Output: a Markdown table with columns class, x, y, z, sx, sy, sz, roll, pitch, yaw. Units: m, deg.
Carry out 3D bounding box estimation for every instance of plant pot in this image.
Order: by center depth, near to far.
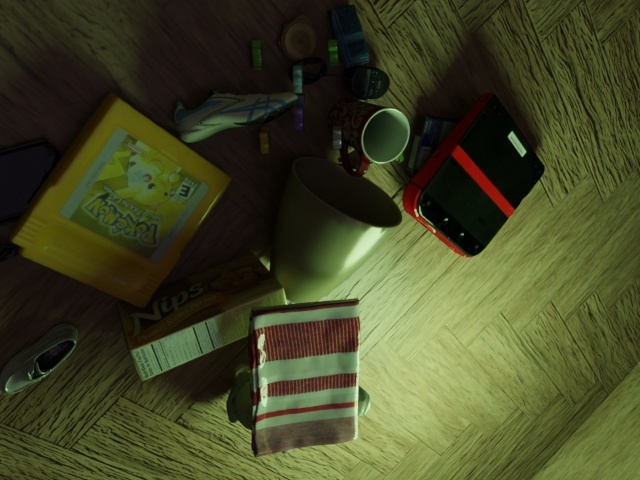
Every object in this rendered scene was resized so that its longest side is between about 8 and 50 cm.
| class | x | y | z | sx | sy | sz | roll | pitch | yaw |
| --- | --- | --- | --- | --- | --- | --- | --- | --- | --- |
| plant pot | 0.000 | 0.000 | 1.143 | 0.257 | 0.256 | 0.273 | 10 | 123 | -32 |

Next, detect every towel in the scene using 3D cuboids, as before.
| class | x | y | z | sx | sy | sz | roll | pitch | yaw |
| --- | --- | --- | --- | --- | --- | --- | --- | --- | --- |
| towel | 0.060 | -0.415 | 1.059 | 0.067 | 0.029 | 0.119 | -24 | 103 | -25 |
| towel | -0.029 | 0.287 | 1.085 | 0.237 | 0.037 | 0.328 | -4 | 105 | -17 |

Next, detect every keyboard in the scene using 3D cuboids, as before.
| class | x | y | z | sx | sy | sz | roll | pitch | yaw |
| --- | --- | --- | --- | --- | --- | --- | --- | --- | --- |
| keyboard | -0.586 | -0.042 | 0.907 | 0.318 | 0.033 | 0.201 | -22 | 117 | -18 |

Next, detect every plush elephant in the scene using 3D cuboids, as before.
| class | x | y | z | sx | sy | sz | roll | pitch | yaw |
| --- | --- | --- | --- | --- | --- | --- | --- | --- | --- |
| plush elephant | -0.086 | 0.376 | 1.251 | 0.330 | 0.272 | 0.255 | 44 | 73 | -8 |

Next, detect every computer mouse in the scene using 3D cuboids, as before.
| class | x | y | z | sx | sy | sz | roll | pitch | yaw |
| --- | --- | --- | --- | --- | --- | --- | --- | --- | --- |
| computer mouse | 0.041 | -0.343 | 1.102 | 0.242 | 0.041 | 0.071 | 1 | 111 | -28 |

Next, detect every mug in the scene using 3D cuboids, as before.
| class | x | y | z | sx | sy | sz | roll | pitch | yaw |
| --- | --- | --- | --- | --- | --- | --- | --- | --- | --- |
| mug | 0.079 | -0.228 | 1.098 | 0.150 | 0.169 | 0.113 | -43 | 127 | -4 |

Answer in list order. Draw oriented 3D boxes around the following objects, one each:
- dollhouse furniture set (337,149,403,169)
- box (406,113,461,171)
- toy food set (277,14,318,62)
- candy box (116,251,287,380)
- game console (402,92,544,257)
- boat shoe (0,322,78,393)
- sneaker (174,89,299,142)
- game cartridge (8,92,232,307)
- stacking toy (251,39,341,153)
| class | x | y | z | sx | sy | sz | roll | pitch | yaw |
| --- | --- | --- | --- | --- | --- | --- | --- | --- | --- |
| dollhouse furniture set | 0.117 | -0.184 | 1.194 | 0.152 | 0.076 | 0.058 | -31 | 129 | -23 |
| box | 0.327 | -0.236 | 1.312 | 0.226 | 0.036 | 0.136 | -1 | 114 | -29 |
| toy food set | -0.044 | -0.398 | 1.039 | 0.083 | 0.020 | 0.083 | -35 | 126 | -9 |
| candy box | -0.246 | 0.146 | 1.090 | 0.317 | 0.183 | 0.087 | -22 | 121 | -19 |
| game console | 0.407 | -0.147 | 1.361 | 0.387 | 0.060 | 0.341 | 32 | 96 | -44 |
| boat shoe | -0.560 | 0.246 | 1.039 | 0.184 | 0.063 | 0.066 | -37 | 126 | -9 |
| sneaker | -0.159 | -0.249 | 0.979 | 0.238 | 0.085 | 0.086 | -13 | 98 | -1 |
| game cartridge | -0.362 | -0.060 | 0.980 | 0.285 | 0.053 | 0.323 | 35 | 86 | -39 |
| stacking toy | -0.044 | -0.281 | 1.031 | 0.167 | 0.052 | 0.221 | -1 | 117 | 4 |
